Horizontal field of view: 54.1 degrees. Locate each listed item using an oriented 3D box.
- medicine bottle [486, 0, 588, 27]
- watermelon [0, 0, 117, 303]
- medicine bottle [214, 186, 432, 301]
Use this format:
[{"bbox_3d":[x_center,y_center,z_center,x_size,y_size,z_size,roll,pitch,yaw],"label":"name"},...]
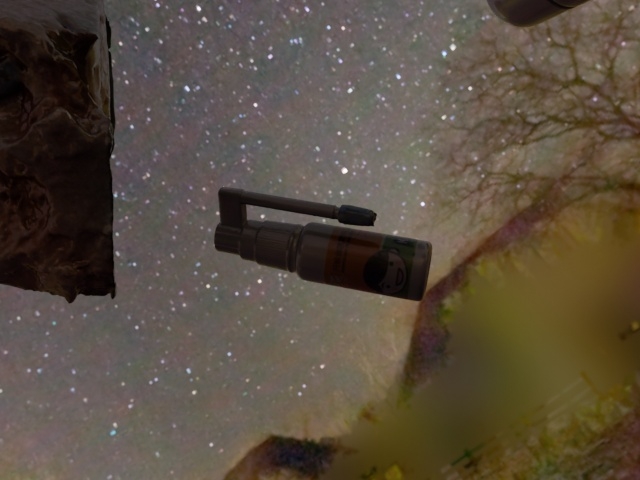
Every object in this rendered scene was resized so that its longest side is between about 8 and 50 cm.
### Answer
[{"bbox_3d":[0.356,-0.389,0.825,0.130,0.130,0.340,-25,7,-27],"label":"medicine bottle"},{"bbox_3d":[-0.264,-0.115,0.561,0.151,0.302,0.265,-2,-65,-17],"label":"watermelon"},{"bbox_3d":[0.000,0.000,0.628,0.061,0.220,0.092,-61,-23,-55],"label":"medicine bottle"}]
